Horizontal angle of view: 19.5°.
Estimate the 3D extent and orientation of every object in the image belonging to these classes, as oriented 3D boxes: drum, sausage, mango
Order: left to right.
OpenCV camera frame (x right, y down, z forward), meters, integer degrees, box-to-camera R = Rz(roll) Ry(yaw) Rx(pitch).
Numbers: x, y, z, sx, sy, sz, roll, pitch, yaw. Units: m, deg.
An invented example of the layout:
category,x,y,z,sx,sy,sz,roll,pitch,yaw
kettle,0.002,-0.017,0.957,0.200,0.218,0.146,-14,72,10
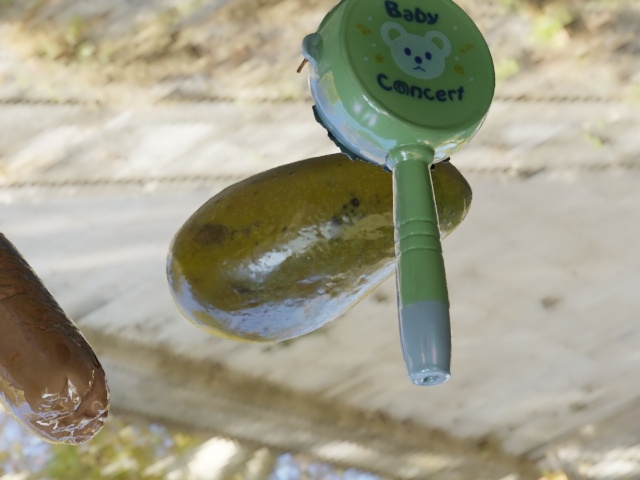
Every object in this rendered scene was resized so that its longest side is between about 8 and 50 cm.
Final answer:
category,x,y,z,sx,sy,sz,roll,pitch,yaw
sausage,-0.248,0.065,1.481,0.086,0.086,0.289,40,-179,-43
mango,-0.004,0.001,1.963,0.175,0.330,0.176,70,-161,4
drum,0.070,-0.039,1.114,0.130,0.049,0.253,-7,-110,-31
